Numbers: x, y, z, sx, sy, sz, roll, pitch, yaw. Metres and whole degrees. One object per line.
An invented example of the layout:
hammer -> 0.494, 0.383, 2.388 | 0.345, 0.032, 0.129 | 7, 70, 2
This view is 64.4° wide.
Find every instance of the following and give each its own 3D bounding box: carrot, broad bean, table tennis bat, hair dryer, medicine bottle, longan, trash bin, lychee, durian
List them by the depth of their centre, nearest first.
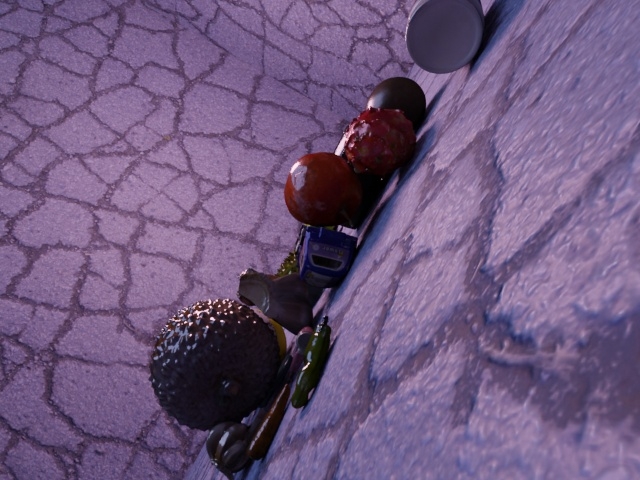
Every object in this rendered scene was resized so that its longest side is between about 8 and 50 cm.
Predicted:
broad bean -> -0.015, 0.266, 1.123 | 0.213, 0.048, 0.070 | -67, 7, -26
carrot -> -0.119, 0.445, 1.248 | 0.191, 0.047, 0.047 | -59, 3, -25
hair dryer -> -0.059, 0.312, 1.383 | 0.106, 0.054, 0.154 | 114, 180, -88
medicine bottle -> 0.350, -0.610, 1.427 | 0.211, 0.211, 0.371 | -58, 5, 35
lychee -> -0.316, 0.349, 1.490 | 0.380, 0.380, 0.432 | -61, 30, 1
table tennis bat -> -0.148, 0.449, 1.618 | 0.201, 0.033, 0.124 | -58, 3, 8
longan -> 0.241, -0.429, 1.668 | 0.220, 0.197, 0.196 | -59, 5, 22
trash bin -> 0.106, -0.211, 1.732 | 0.252, 0.203, 0.301 | -8, -48, -60
durian -> -0.105, 0.154, 2.135 | 0.355, 0.170, 0.157 | -60, -2, 7

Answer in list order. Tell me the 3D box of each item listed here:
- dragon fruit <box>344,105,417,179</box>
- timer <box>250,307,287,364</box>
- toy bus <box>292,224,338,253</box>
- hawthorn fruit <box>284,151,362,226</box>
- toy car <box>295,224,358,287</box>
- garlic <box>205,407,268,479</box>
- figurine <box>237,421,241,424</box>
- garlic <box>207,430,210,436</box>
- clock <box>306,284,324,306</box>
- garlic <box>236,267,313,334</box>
dragon fruit -> 0.182, -0.288, 1.483 | 0.205, 0.210, 0.268 | -23, -9, 30
timer -> -0.228, 0.376, 1.807 | 0.285, 0.285, 0.285 | -61, 4, 8
toy bus -> -0.029, 0.012, 2.249 | 0.262, 0.150, 0.128 | -62, 3, 11
hawthorn fruit -> 0.026, -0.129, 1.508 | 0.271, 0.242, 0.241 | 49, 116, 41
toy car -> 0.004, 0.061, 1.546 | 0.235, 0.172, 0.157 | 118, 165, -64
garlic -> -0.223, 0.527, 1.363 | 0.127, 0.131, 0.194 | 14, 61, 52
figurine -> -0.320, 0.546, 1.940 | 0.154, 0.193, 0.421 | -64, -1, 13
garlic -> -0.378, 0.742, 1.943 | 0.159, 0.102, 0.147 | -93, 22, -48
clock -> -0.015, 0.136, 1.891 | 0.312, 0.061, 0.312 | -61, 4, 8
garlic -> -0.139, 0.200, 1.593 | 0.292, 0.238, 0.210 | 43, -139, -59
